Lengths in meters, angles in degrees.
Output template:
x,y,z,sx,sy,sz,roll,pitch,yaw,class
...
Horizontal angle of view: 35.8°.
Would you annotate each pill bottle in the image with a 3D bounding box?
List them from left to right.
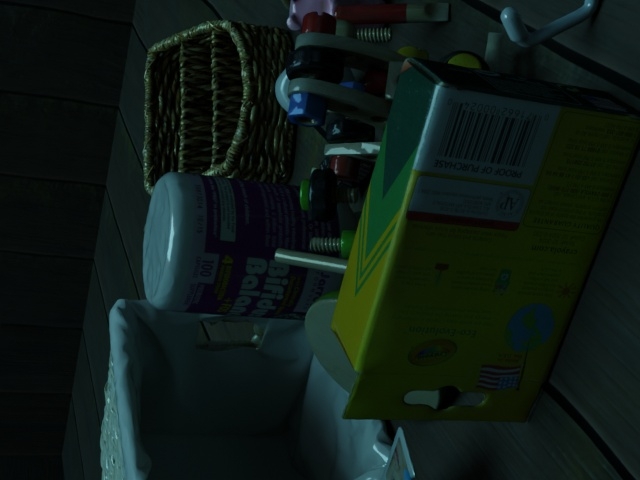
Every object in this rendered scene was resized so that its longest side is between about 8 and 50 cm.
x,y,z,sx,sy,sz,roll,pitch,yaw,class
-0.057,0.013,1.227,0.169,0.301,0.169,-175,90,-69,pill bottle

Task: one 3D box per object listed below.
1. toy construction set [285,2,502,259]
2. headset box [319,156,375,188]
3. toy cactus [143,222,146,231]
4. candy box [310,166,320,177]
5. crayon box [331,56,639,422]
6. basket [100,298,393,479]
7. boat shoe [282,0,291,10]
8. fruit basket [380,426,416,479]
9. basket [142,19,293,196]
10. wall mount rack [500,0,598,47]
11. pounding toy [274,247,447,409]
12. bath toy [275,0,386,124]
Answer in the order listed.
x,y,z,sx,sy,sz,roll,pitch,yaw,class
0.107,-0.171,1.081,0.257,0.237,0.309,75,-160,-50,toy construction set
0.040,-0.106,1.355,0.083,0.032,0.062,-47,40,31,headset box
-0.247,-0.010,1.906,0.112,0.180,0.219,-81,14,-59,toy cactus
0.000,0.000,1.461,0.105,0.027,0.206,-152,70,-68,candy box
0.134,0.012,0.882,0.081,0.202,0.319,-123,44,-58,crayon box
-0.112,0.277,1.287,0.331,0.328,0.266,-111,29,-48,basket
0.010,-0.495,1.448,0.123,0.123,0.342,-144,65,-75,boat shoe
0.070,0.417,1.008,0.353,0.165,0.327,113,152,-45,fruit basket
-0.175,-0.227,1.697,0.213,0.223,0.299,144,128,-63,basket
0.140,-0.351,0.909,0.304,0.130,0.350,66,176,-32,wall mount rack
0.076,0.083,1.121,0.183,0.110,0.237,10,134,40,pounding toy
0.028,-0.330,1.343,0.129,0.151,0.348,-33,-47,-68,bath toy
